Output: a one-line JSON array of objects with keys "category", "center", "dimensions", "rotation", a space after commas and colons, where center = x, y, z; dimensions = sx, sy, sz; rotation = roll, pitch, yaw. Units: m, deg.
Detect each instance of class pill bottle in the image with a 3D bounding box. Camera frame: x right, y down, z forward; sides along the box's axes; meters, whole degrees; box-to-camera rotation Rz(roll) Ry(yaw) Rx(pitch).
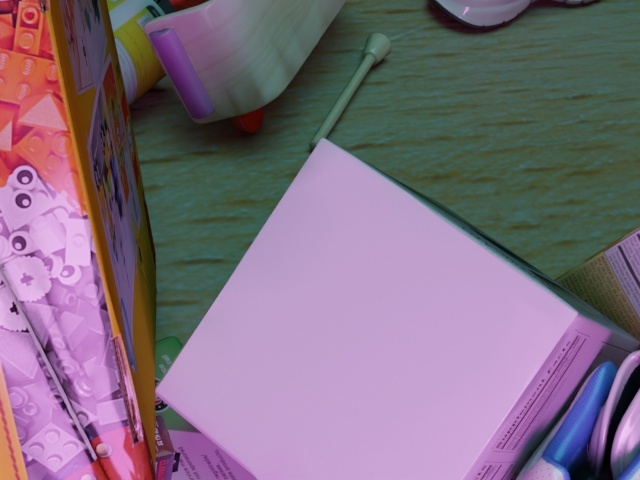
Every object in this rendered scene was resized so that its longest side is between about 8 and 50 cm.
[{"category": "pill bottle", "center": [-0.223, -0.154, 1.224], "dimensions": [0.103, 0.103, 0.184], "rotation": [29, 47, 15]}]

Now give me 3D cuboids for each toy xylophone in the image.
[{"category": "toy xylophone", "center": [-0.036, -0.226, 1.288], "dimensions": [0.081, 0.236, 0.323], "rotation": [-1, 34, 34]}]

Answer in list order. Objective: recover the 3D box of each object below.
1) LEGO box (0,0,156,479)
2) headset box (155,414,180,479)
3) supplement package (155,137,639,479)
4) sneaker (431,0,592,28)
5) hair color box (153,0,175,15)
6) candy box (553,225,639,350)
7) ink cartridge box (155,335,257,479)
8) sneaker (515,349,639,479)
[{"category": "LEGO box", "center": [-0.223, -0.071, 0.796], "dimensions": [0.193, 0.373, 0.500], "rotation": [-10, 16, -4]}, {"category": "headset box", "center": [-0.127, 0.144, 0.815], "dimensions": [0.083, 0.062, 0.032], "rotation": [-9, 49, -22]}, {"category": "supplement package", "center": [0.067, 0.085, 0.902], "dimensions": [0.199, 0.198, 0.262], "rotation": [36, 6, 22]}, {"category": "sneaker", "center": [0.255, -0.334, 1.489], "dimensions": [0.297, 0.129, 0.111], "rotation": [-26, 55, -34]}, {"category": "hair color box", "center": [-0.290, -0.293, 1.339], "dimensions": [0.374, 0.114, 0.185], "rotation": [-3, 47, -15]}, {"category": "candy box", "center": [0.306, 0.010, 1.029], "dimensions": [0.182, 0.316, 0.088], "rotation": [-21, 78, -29]}, {"category": "ink cartridge box", "center": [-0.178, 0.206, 0.870], "dimensions": [0.278, 0.117, 0.201], "rotation": [-18, 52, -28]}, {"category": "sneaker", "center": [0.262, 0.164, 0.863], "dimensions": [0.322, 0.236, 0.130], "rotation": [-22, 29, -21]}]
